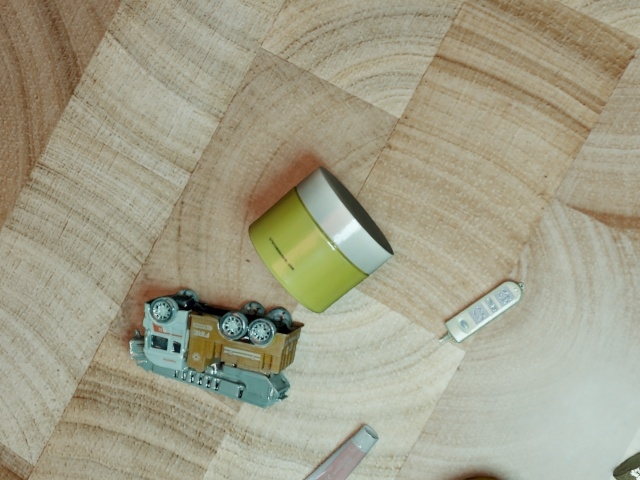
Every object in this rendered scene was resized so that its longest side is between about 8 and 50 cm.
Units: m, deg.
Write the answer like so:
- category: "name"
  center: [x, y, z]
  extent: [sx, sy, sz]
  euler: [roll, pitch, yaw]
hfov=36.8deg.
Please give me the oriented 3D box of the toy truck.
- category: "toy truck"
  center: [-0.217, 0.207, 1.885]
  extent: [0.338, 0.133, 0.184]
  euler: [10, 97, 13]

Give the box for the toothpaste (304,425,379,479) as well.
- category: "toothpaste"
  center: [0.035, 0.436, 1.845]
  extent: [0.067, 0.043, 0.194]
  euler: [44, 103, 12]

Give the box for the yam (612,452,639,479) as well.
- category: "yam"
  center: [0.581, 0.439, 1.677]
  extent: [0.084, 0.084, 0.127]
  euler: [-39, 80, 9]

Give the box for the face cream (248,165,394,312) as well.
- category: "face cream"
  center: [0.000, 0.000, 1.796]
  extent: [0.179, 0.218, 0.218]
  euler: [-40, 77, 10]

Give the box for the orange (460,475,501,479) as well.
- category: "orange"
  center: [0.288, 0.516, 1.694]
  extent: [0.206, 0.206, 0.206]
  euler: [-1, 85, 15]

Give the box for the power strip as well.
- category: "power strip"
  center: [0.300, 0.136, 1.802]
  extent: [0.191, 0.030, 0.047]
  euler: [-36, 77, 9]
